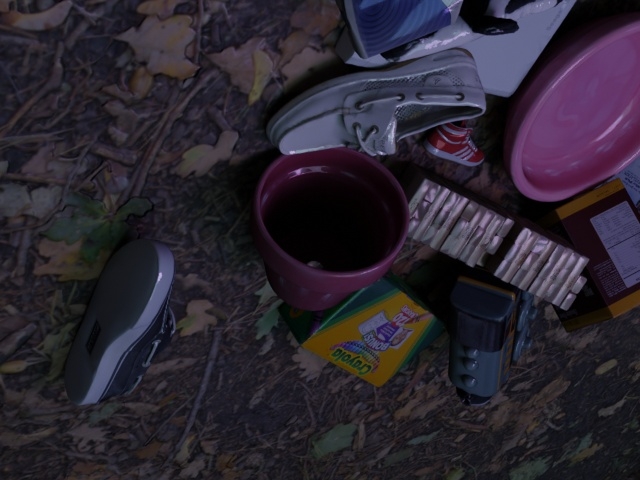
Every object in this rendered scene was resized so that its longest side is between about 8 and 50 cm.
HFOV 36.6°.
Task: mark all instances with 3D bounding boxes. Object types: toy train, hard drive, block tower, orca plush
[{"bbox_3d":[0.287,0.144,1.665,0.190,0.142,0.334,-55,155,-35],"label":"toy train"},{"bbox_3d":[0.185,-0.291,1.222,0.307,0.040,0.203,3,130,-40],"label":"hard drive"},{"bbox_3d":[0.247,-0.007,1.443,0.335,0.097,0.091,24,104,-26],"label":"block tower"},{"bbox_3d":[0.179,-0.289,1.102,0.287,0.151,0.102,-18,110,-17],"label":"orca plush"}]

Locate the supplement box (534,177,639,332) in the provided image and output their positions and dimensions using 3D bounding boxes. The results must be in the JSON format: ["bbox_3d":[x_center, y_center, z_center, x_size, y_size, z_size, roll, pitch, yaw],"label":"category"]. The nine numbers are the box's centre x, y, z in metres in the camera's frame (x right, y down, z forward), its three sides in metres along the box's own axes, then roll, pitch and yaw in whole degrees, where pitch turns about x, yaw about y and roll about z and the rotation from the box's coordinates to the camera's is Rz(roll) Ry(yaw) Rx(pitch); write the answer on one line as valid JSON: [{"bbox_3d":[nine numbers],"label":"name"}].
[{"bbox_3d":[0.452,0.030,1.612,0.129,0.194,0.191,-25,172,-13],"label":"supplement box"}]

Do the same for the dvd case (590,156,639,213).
[{"bbox_3d":[0.580,-0.146,1.615,0.253,0.180,0.022,-56,-176,26],"label":"dvd case"}]

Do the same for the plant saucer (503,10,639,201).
[{"bbox_3d":[0.404,-0.208,1.453,0.332,0.084,0.332,-22,143,-18],"label":"plant saucer"}]

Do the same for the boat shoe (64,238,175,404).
[{"bbox_3d":[-0.243,0.112,1.283,0.102,0.108,0.301,1,134,-39],"label":"boat shoe"}]

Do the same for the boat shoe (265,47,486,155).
[{"bbox_3d":[0.071,-0.152,1.201,0.277,0.096,0.098,-19,157,3],"label":"boat shoe"}]

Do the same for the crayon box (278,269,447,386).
[{"bbox_3d":[0.076,0.128,1.575,0.165,0.081,0.278,-42,144,9],"label":"crayon box"}]

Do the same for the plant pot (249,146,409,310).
[{"bbox_3d":[0.000,0.000,1.293,0.201,0.201,0.180,-19,157,-21],"label":"plant pot"}]

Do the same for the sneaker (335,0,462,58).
[{"bbox_3d":[0.040,-0.348,0.898,0.127,0.182,0.315,-19,123,-1],"label":"sneaker"}]

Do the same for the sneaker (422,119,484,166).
[{"bbox_3d":[0.208,-0.147,1.401,0.118,0.042,0.067,7,130,-40],"label":"sneaker"}]
